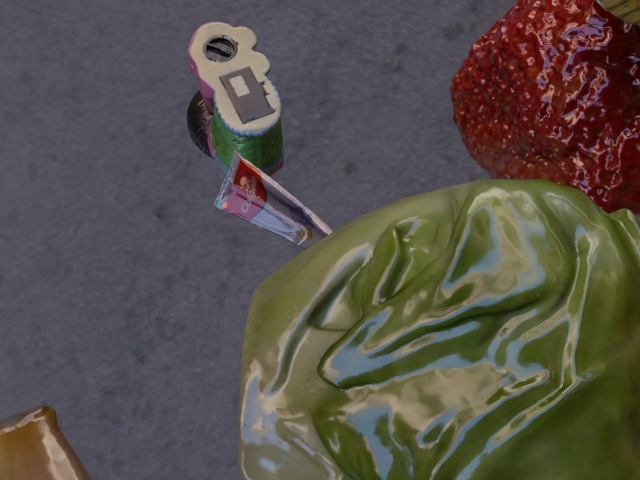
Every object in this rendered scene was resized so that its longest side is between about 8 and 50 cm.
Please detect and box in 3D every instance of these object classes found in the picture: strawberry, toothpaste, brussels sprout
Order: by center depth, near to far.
[{"bbox_3d":[0.107,0.097,0.844,0.328,0.247,0.328,-5,63,11],"label":"brussels sprout"},{"bbox_3d":[0.297,-0.174,1.380,0.351,0.267,0.312,-6,68,41],"label":"strawberry"},{"bbox_3d":[0.000,0.000,1.455,0.301,0.048,0.075,33,141,17],"label":"toothpaste"}]

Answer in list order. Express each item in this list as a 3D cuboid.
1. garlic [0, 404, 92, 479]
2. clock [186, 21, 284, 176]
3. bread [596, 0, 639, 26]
[{"bbox_3d":[-0.220,0.281,0.992,0.143,0.112,0.318,-34,64,5],"label":"garlic"},{"bbox_3d":[-0.114,-0.162,1.593,0.100,0.195,0.194,-19,67,-15],"label":"clock"},{"bbox_3d":[0.351,-0.351,1.143,0.204,0.156,0.288,10,88,-6],"label":"bread"}]
